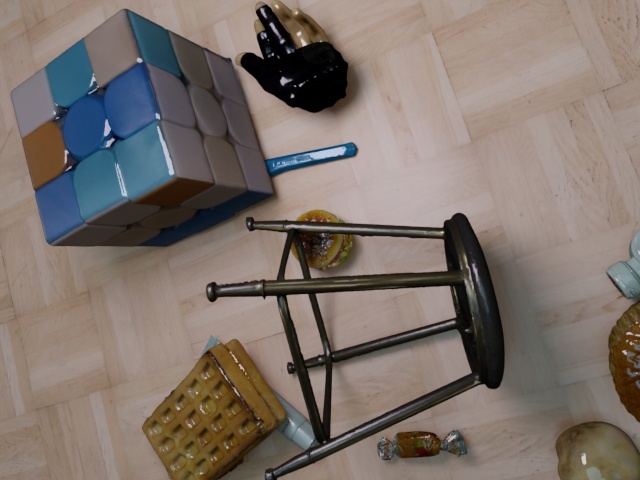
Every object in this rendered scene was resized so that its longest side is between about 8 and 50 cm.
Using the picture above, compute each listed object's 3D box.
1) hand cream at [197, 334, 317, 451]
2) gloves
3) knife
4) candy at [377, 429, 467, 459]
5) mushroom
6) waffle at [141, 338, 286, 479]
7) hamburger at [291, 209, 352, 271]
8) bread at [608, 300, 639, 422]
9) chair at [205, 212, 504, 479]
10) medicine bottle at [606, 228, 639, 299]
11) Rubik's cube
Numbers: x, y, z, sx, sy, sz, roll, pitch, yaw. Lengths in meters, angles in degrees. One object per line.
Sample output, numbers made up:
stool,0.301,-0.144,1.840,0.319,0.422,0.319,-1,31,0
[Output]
hand cream,-0.137,0.335,1.242,0.331,0.058,0.085,36,114,23
gloves,-0.070,-0.387,1.205,0.197,0.152,0.300,-28,70,-5
knife,-0.061,-0.171,1.255,0.297,0.026,0.044,-9,87,17
candy,0.199,0.402,1.117,0.182,0.046,0.053,-11,86,24
mushroom,0.480,0.385,0.979,0.148,0.112,0.147,-3,64,7
waffle,-0.239,0.389,1.222,0.327,0.098,0.224,-48,70,28
hamburger,0.000,0.000,1.191,0.141,0.081,0.126,40,100,19
bread,0.613,0.203,0.929,0.254,0.142,0.227,1,94,18
chair,0.082,0.134,0.993,0.411,0.364,0.361,-11,107,7
medicine bottle,0.610,0.015,0.968,0.229,0.083,0.121,-36,69,14
Rubik's cube,-0.358,-0.197,1.179,0.345,0.347,0.346,-24,78,25
